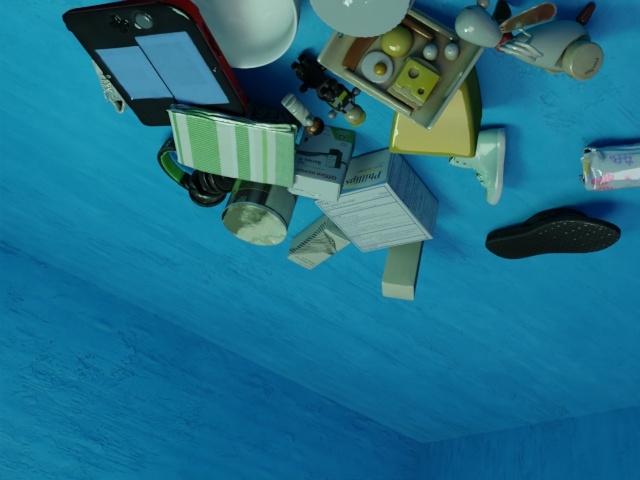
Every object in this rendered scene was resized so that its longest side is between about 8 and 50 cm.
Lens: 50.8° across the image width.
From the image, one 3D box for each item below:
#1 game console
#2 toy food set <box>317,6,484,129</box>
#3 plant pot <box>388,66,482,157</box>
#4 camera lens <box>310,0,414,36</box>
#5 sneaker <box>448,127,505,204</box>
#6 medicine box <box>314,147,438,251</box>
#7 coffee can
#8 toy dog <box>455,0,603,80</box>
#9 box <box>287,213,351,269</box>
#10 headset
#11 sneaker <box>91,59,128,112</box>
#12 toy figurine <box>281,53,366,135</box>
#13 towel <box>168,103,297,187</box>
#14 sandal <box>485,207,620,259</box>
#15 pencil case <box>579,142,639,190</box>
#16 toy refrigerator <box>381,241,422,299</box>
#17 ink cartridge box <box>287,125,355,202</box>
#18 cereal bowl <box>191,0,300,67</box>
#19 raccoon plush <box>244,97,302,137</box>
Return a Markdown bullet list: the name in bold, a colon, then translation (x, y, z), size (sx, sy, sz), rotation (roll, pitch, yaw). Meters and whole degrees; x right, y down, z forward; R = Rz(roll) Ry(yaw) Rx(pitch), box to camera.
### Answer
- **game console**: translation (-0.384, -0.417, 1.632), size (0.342, 0.060, 0.386), rotation (-2, 147, 20)
- **toy food set**: translation (0.178, -0.416, 1.506), size (0.306, 0.219, 0.092), rotation (33, -171, 6)
- **plant pot**: translation (0.286, -0.344, 1.653), size (0.212, 0.212, 0.187), rotation (6, 134, 15)
- **camera lens**: translation (0.100, -0.564, 1.319), size (0.219, 0.274, 0.219), rotation (11, 147, 7)
- **sneaker**: translation (0.435, -0.206, 1.883), size (0.151, 0.094, 0.256), rotation (0, 135, 13)
- **medicine box**: translation (0.177, -0.117, 2.077), size (0.263, 0.149, 0.289), rotation (-12, 138, 36)
- **coffee can**: translation (-0.164, -0.152, 2.051), size (0.202, 0.275, 0.201), rotation (11, 147, 7)
- **toy dog**: translation (0.464, -0.456, 1.428), size (0.334, 0.161, 0.220), rotation (5, -159, -40)
- **box**: translation (0.000, 0.000, 2.379), size (0.113, 0.094, 0.275), rotation (27, 145, -19)
- **headset**: translation (-0.351, -0.171, 2.165), size (0.394, 0.185, 0.243), rotation (31, 153, -16)
- **sneaker**: translation (-0.610, -0.451, 1.970), size (0.071, 0.083, 0.190), rotation (1, 143, 24)
- **toy figurine**: translation (0.026, -0.375, 1.699), size (0.213, 0.209, 0.148), rotation (-12, 144, 37)
- **towel**: translation (-0.225, -0.246, 1.772), size (0.325, 0.038, 0.248), rotation (10, 148, 2)
- **sandal**: translation (0.691, -0.034, 2.049), size (0.167, 0.107, 0.446), rotation (34, 156, -28)
- **pencil case**: translation (0.809, -0.199, 1.722), size (0.273, 0.113, 0.124), rotation (-3, 123, 27)
- **toy refrigerator**: translation (0.272, 0.054, 2.182), size (0.102, 0.269, 0.094), rotation (7, 146, 13)
- **ink cartridge box**: translation (0.004, -0.225, 1.931), size (0.153, 0.208, 0.087), rotation (12, 147, 5)
- **cereal bowl**: translation (-0.201, -0.561, 1.525), size (0.339, 0.141, 0.339), rotation (9, 149, 6)
- **raccoon plush**: translation (-0.244, -0.375, 1.836), size (0.299, 0.216, 0.446), rotation (-10, 140, 22)
